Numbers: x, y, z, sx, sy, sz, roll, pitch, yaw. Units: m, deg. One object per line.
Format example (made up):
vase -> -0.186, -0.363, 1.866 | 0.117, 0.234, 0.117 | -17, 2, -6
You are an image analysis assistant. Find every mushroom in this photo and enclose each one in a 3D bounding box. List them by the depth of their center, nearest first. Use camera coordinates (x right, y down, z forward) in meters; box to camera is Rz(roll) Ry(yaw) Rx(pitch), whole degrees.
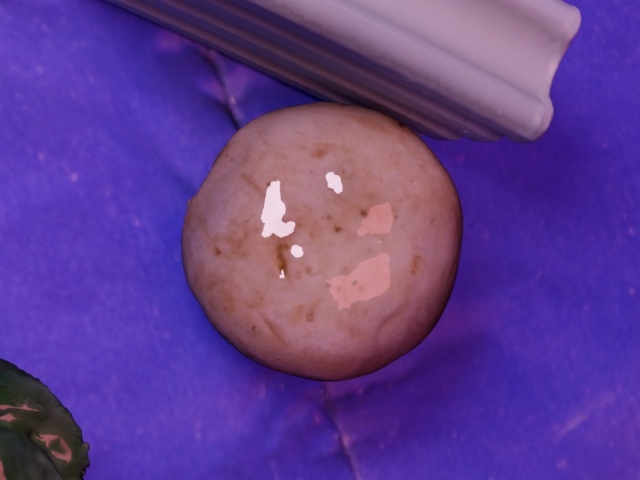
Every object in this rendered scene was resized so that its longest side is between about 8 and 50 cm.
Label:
mushroom -> 0.000, 0.000, 1.021 | 0.166, 0.127, 0.166 | 2, 78, -12

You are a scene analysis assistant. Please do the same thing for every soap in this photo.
soap -> -0.004, -0.142, 0.983 | 0.265, 0.160, 0.088 | 22, 82, -29

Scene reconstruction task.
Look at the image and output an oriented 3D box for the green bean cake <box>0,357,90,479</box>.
green bean cake -> -0.275, 0.207, 0.856 | 0.307, 0.169, 0.300 | -1, 95, -28
